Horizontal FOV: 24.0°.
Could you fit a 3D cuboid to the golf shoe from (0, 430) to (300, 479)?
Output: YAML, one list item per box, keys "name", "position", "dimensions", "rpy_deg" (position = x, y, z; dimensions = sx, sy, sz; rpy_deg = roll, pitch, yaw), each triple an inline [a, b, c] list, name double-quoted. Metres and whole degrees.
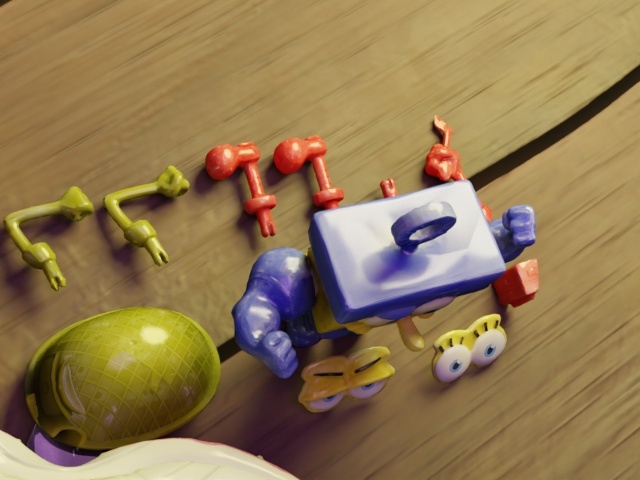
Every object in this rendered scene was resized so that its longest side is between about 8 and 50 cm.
- name: "golf shoe"
  position: [-0.138, 0.183, 0.853]
  dimensions: [0.306, 0.115, 0.140]
  rpy_deg: [6, 31, -10]

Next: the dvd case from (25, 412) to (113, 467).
- name: "dvd case"
  position: [-0.137, 0.237, 0.931]
  dimensions: [0.164, 0.018, 0.221]
  rpy_deg: [23, 70, -11]

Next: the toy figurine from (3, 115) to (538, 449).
- name: "toy figurine"
  position: [0.000, 0.000, 0.929]
  dimensions: [0.362, 0.217, 0.191]
  rpy_deg: [-11, 79, -22]
